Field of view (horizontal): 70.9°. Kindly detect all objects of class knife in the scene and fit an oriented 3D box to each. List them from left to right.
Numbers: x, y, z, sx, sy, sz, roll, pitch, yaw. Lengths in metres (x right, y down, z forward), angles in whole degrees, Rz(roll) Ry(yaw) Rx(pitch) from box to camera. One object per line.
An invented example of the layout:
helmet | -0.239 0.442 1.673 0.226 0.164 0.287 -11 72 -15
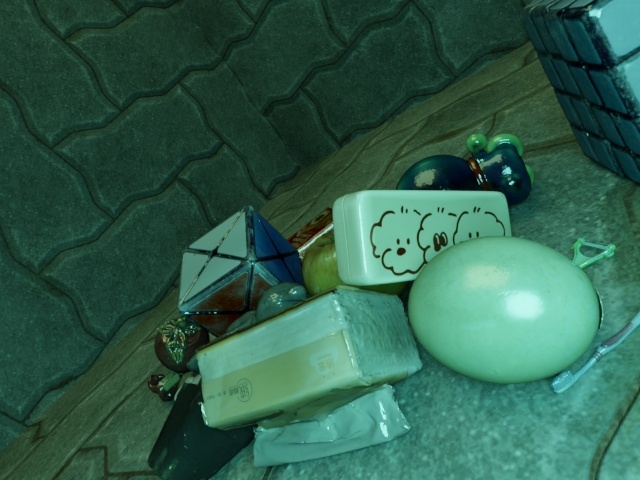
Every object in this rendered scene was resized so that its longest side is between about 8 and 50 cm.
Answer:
knife | 0.362 0.053 0.679 0.166 0.022 0.078 -36 9 -4

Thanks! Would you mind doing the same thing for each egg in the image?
egg | 0.221 0.087 0.581 0.253 0.186 0.186 -10 31 53

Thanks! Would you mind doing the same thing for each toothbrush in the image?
toothbrush | 0.350 0.117 0.535 0.193 0.019 0.013 -37 15 -5

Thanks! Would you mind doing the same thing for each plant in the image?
plant | -0.211 0.347 0.869 0.256 0.142 0.164 -56 22 -23

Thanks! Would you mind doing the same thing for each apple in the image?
apple | 0.082 0.057 0.964 0.261 0.194 0.261 -33 14 9

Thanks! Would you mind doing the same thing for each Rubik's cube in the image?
Rubik's cube | -0.207 0.106 1.224 0.255 0.259 0.260 -31 37 14
Rubik's cube | 0.570 -0.312 0.689 0.344 0.344 0.337 -32 15 20

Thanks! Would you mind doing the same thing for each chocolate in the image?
chocolate | 0.000 0.000 1.474 0.235 0.108 0.237 -39 17 -2

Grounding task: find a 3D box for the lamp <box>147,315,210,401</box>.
lamp | -0.390 0.319 1.263 0.151 0.223 0.215 6 31 41

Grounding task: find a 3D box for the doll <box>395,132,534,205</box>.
doll | 0.294 -0.102 0.958 0.322 0.198 0.186 -28 16 19

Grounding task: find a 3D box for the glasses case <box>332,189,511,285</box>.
glasses case | 0.181 -0.009 0.743 0.337 0.143 0.076 -4 -4 -31

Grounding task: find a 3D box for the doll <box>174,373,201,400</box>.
doll | -0.298 0.352 1.185 0.161 0.059 0.160 -35 17 10

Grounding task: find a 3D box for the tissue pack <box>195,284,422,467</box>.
tissue pack | -0.013 0.227 0.722 0.306 0.238 0.238 -28 18 28

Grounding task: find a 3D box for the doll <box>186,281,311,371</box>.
doll | -0.139 0.235 1.056 0.340 0.158 0.246 -39 -20 3
